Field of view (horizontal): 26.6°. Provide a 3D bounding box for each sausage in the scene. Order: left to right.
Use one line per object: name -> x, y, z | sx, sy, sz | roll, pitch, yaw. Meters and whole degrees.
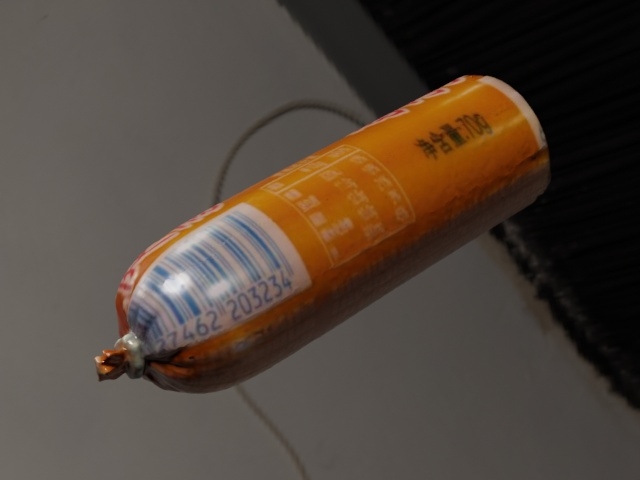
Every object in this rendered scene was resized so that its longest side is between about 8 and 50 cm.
sausage -> 0.000, 0.000, 0.577 | 0.234, 0.071, 0.071 | -29, 97, -35
